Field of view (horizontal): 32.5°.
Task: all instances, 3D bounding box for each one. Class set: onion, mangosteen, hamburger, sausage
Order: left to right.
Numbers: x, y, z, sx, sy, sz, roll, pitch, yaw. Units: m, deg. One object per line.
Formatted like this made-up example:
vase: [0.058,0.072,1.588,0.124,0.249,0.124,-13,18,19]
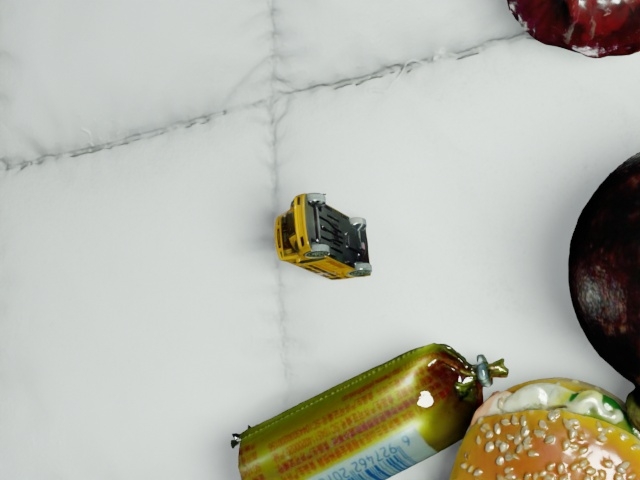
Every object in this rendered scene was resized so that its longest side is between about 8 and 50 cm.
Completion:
sausage: [0.059,0.199,1.206,0.317,0.117,0.125,-30,80,14]
hamburger: [0.233,0.251,1.090,0.237,0.147,0.236,-6,76,26]
onion: [0.300,-0.326,1.174,0.252,0.219,0.252,-3,81,18]
mangosteen: [0.384,0.050,1.013,0.297,0.313,0.297,-20,27,11]

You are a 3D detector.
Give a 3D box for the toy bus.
toy bus: [0.000,0.000,1.260,0.074,0.162,0.069,-13,71,25]
